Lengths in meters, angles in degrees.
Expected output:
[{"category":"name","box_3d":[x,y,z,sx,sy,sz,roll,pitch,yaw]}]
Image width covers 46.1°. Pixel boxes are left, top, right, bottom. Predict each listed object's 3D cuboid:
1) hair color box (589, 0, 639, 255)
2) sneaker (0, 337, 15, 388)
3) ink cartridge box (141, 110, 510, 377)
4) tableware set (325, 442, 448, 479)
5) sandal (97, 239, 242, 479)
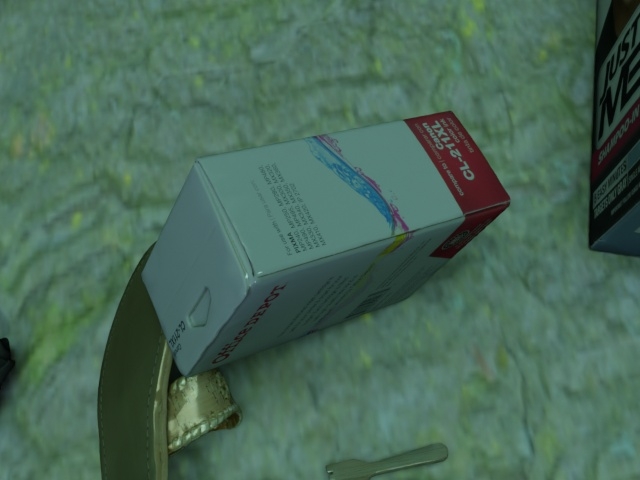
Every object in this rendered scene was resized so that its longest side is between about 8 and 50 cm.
[{"category":"hair color box","box_3d":[0.268,-0.190,0.505,0.113,0.185,0.374,8,71,3]},{"category":"sneaker","box_3d":[-0.270,0.063,0.479,0.152,0.058,0.085,27,79,4]},{"category":"ink cartridge box","box_3d":[0.000,0.000,0.434,0.175,0.127,0.072,-15,69,-34]},{"category":"tableware set","box_3d":[0.005,0.200,0.438,0.194,0.039,0.128,-10,43,-10]},{"category":"sandal","box_3d":[-0.088,0.117,0.461,0.079,0.088,0.240,26,45,-31]}]
